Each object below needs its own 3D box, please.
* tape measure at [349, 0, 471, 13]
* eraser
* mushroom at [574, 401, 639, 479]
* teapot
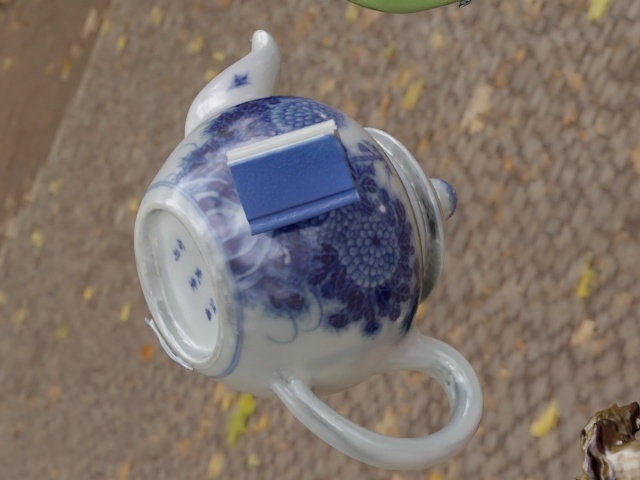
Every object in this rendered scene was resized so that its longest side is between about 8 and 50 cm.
[{"bbox_3d":[0.069,-0.174,0.777,0.177,0.087,0.154,-15,42,22],"label":"tape measure"},{"bbox_3d":[-0.020,-0.045,1.200,0.027,0.084,0.063,-101,-7,-63],"label":"eraser"},{"bbox_3d":[0.546,0.277,2.092,0.334,0.356,0.331,-11,49,49],"label":"mushroom"},{"bbox_3d":[0.000,0.000,1.383,0.424,0.280,0.252,61,149,20],"label":"teapot"}]
